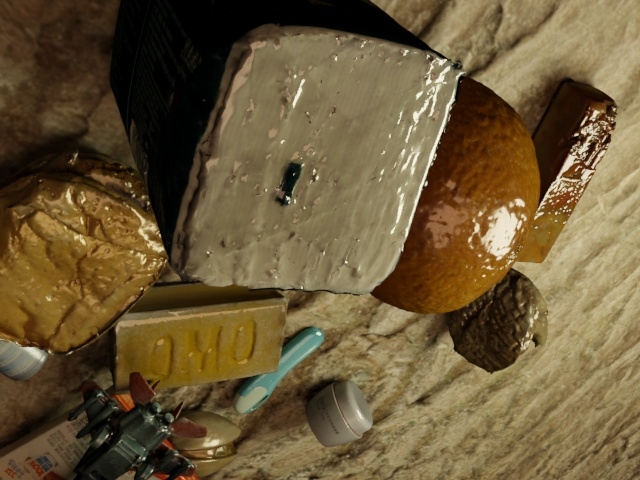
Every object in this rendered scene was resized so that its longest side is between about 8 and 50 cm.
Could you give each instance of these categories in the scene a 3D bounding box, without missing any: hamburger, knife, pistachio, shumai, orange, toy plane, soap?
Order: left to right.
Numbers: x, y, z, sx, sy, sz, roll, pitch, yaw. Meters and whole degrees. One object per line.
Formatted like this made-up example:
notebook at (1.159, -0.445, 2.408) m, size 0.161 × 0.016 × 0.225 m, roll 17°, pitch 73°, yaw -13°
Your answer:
hamburger at (-0.338, 0.012, 0.990) m, size 0.283 × 0.145 × 0.259 m, roll -34°, pitch 128°, yaw 10°
toy plane at (-0.330, 0.344, 1.150) m, size 0.223 × 0.104 × 0.326 m, roll 43°, pitch 104°, yaw -11°
pistachio at (-0.230, 0.367, 1.333) m, size 0.184 × 0.124 × 0.124 m, roll 11°, pitch 120°, yaw -35°
soap at (-0.200, 0.153, 1.195) m, size 0.274 × 0.089 × 0.174 m, roll -5°, pitch 126°, yaw -21°
knife at (-0.079, 0.237, 1.353) m, size 0.222 × 0.031 × 0.064 m, roll -44°, pitch 127°, yaw 8°
orange at (0.140, -0.061, 1.040) m, size 0.322 × 0.322 × 0.357 m, roll -23°, pitch 143°, yaw -6°
shumai at (0.358, 0.147, 1.418) m, size 0.175 × 0.166 × 0.206 m, roll -2°, pitch 131°, yaw -51°

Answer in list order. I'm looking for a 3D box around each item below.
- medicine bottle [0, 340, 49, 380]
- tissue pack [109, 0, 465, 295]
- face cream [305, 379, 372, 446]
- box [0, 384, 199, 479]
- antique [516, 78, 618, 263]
medicine bottle at (-0.478, 0.118, 1.045) m, size 0.083 × 0.083 × 0.203 m, roll -32°, pitch 132°, yaw 2°
tissue pack at (-0.072, -0.165, 0.794) m, size 0.253 × 0.416 × 0.264 m, roll 3°, pitch 122°, yaw -29°
face cream at (0.036, 0.335, 1.423) m, size 0.104 × 0.117 × 0.117 m, roll -28°, pitch 132°, yaw 11°
box at (-0.369, 0.407, 1.252) m, size 0.265 × 0.048 × 0.273 m, roll -29°, pitch 107°, yaw 9°
antique at (0.392, -0.112, 1.251) m, size 0.087 × 0.093 × 0.310 m, roll 6°, pitch 122°, yaw -28°
